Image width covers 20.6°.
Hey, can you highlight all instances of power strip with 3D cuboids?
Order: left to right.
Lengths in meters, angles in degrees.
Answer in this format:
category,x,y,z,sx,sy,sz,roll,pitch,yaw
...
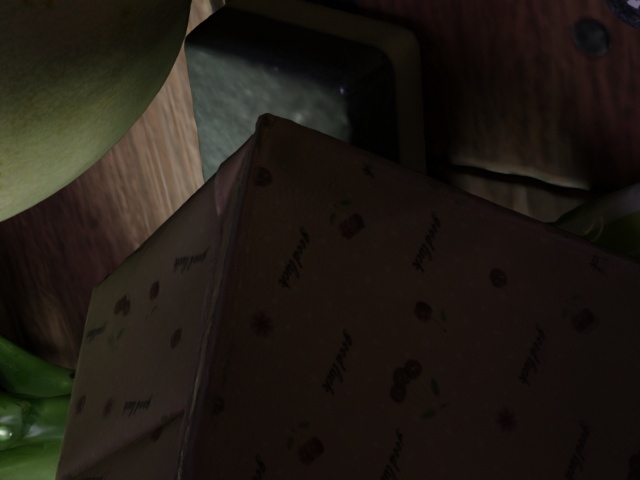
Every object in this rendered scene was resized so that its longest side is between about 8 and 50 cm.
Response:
category,x,y,z,sx,sy,sz,roll,pitch,yaw
power strip,0.000,0.000,0.907,0.105,0.070,0.256,20,132,29

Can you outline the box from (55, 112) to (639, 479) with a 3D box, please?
category,x,y,z,sx,sy,sz,roll,pitch,yaw
box,0.047,0.125,0.768,0.297,0.225,0.190,20,148,-20

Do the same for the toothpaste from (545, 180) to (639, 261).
category,x,y,z,sx,sy,sz,roll,pitch,yaw
toothpaste,0.173,-0.011,0.772,0.078,0.047,0.248,42,143,-17

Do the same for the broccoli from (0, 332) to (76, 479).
category,x,y,z,sx,sy,sz,roll,pitch,yaw
broccoli,-0.216,0.132,1.093,0.269,0.269,0.254,14,136,31

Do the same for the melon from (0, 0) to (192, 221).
category,x,y,z,sx,sy,sz,roll,pitch,yaw
melon,-0.208,-0.125,0.800,0.268,0.330,0.268,168,90,-81

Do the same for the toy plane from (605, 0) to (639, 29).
category,x,y,z,sx,sy,sz,roll,pitch,yaw
toy plane,0.178,-0.108,0.623,0.255,0.101,0.251,31,166,-5
